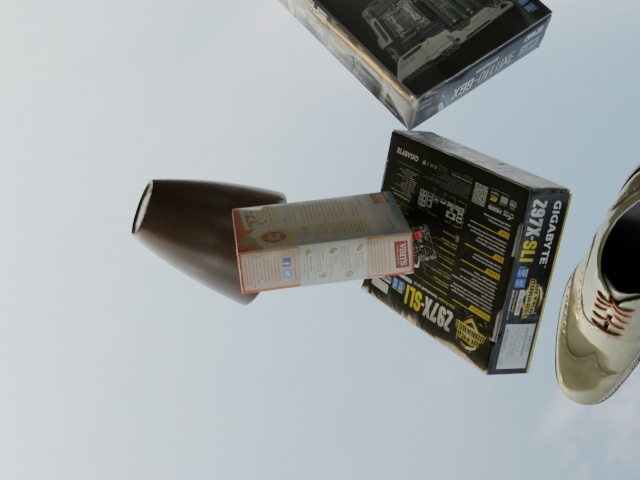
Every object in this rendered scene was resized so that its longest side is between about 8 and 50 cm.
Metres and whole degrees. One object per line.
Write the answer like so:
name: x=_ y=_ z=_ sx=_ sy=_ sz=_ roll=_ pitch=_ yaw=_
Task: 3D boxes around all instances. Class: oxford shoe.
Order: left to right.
oxford shoe: x=0.399 y=0.073 z=1.474 sx=0.141 sy=0.396 sz=0.146 roll=21 pitch=-152 yaw=20

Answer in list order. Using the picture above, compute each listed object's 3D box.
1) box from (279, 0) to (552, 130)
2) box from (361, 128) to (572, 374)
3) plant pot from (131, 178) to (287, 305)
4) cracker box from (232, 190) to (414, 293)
box: x=0.112 y=-0.322 z=1.435 sx=0.242 sy=0.076 sz=0.307 roll=-33 pitch=-111 yaw=-21
box: x=0.190 y=0.005 z=1.497 sx=0.079 sy=0.257 sz=0.322 roll=-1 pitch=-161 yaw=-31
plant pot: x=-0.208 y=-0.020 z=1.897 sx=0.215 sy=0.231 sz=0.215 roll=-55 pitch=-156 yaw=40
cracker box: x=0.000 y=0.000 z=1.468 sx=0.232 sy=0.067 sz=0.155 roll=-7 pitch=-157 yaw=-4
